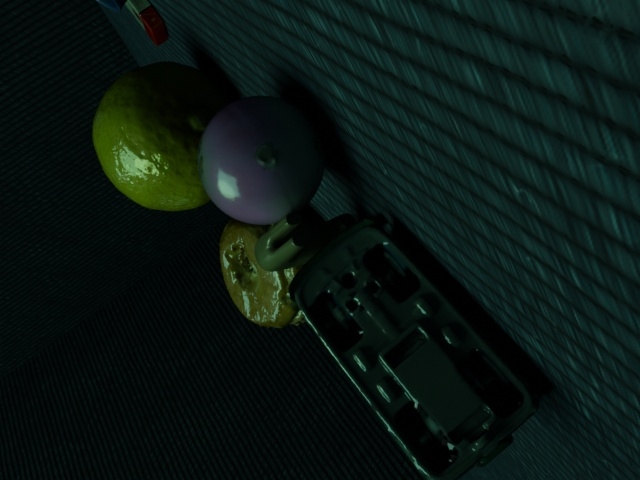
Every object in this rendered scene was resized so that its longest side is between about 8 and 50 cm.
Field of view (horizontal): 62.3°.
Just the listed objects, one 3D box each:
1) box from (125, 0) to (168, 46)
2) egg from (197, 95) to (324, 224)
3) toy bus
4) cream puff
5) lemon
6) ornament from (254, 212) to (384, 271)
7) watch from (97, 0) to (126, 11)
[{"bbox_3d":[-0.461,-0.594,1.373,0.152,0.048,0.100,55,173,0],"label":"box"},{"bbox_3d":[-0.091,-0.117,0.821,0.196,0.196,0.271,53,174,5],"label":"egg"},{"bbox_3d":[0.130,0.153,0.763,0.343,0.183,0.199,51,-177,21],"label":"toy bus"},{"bbox_3d":[-0.097,0.052,1.338,0.343,0.231,0.327,-42,72,47],"label":"cream puff"},{"bbox_3d":[-0.335,-0.241,1.213,0.364,0.364,0.364,52,171,11],"label":"lemon"},{"bbox_3d":[0.000,0.000,0.879,0.245,0.230,0.061,-33,73,60],"label":"ornament"},{"bbox_3d":[-0.485,-0.608,1.146,0.196,0.171,0.200,43,-179,43],"label":"watch"}]
